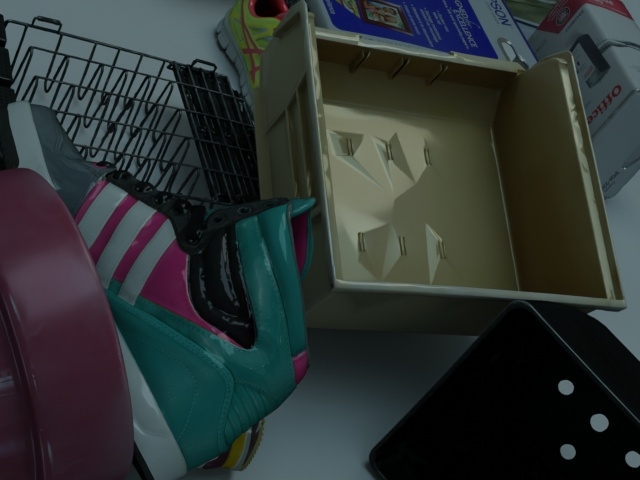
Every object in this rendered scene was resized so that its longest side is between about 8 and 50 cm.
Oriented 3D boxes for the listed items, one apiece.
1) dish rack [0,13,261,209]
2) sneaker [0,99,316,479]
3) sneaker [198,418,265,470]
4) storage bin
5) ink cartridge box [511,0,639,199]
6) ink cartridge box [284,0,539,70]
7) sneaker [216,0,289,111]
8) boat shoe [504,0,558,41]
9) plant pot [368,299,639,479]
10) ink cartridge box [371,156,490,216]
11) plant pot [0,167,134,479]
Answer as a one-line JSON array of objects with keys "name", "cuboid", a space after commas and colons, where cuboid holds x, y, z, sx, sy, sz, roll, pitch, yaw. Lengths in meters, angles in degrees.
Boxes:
[{"name": "dish rack", "cuboid": [-0.172, -0.092, 0.916, 0.272, 0.074, 0.208, 9, 45, -32]}, {"name": "sneaker", "cuboid": [-0.094, -0.001, 0.721, 0.178, 0.124, 0.295, -24, 65, -15]}, {"name": "sneaker", "cuboid": [-0.094, 0.079, 0.784, 0.084, 0.069, 0.185, 13, 40, -27]}, {"name": "storage bin", "cuboid": [0.090, -0.055, 0.899, 0.262, 0.123, 0.260, 5, 67, -25]}, {"name": "ink cartridge box", "cuboid": [0.327, -0.181, 1.309, 0.092, 0.158, 0.217, 12, 42, -29]}, {"name": "ink cartridge box", "cuboid": [0.123, -0.197, 1.230, 0.307, 0.072, 0.303, 5, 49, -33]}, {"name": "sneaker", "cuboid": [-0.037, -0.187, 1.099, 0.081, 0.094, 0.208, -6, 53, -42]}, {"name": "boat shoe", "cuboid": [0.204, -0.361, 1.469, 0.302, 0.094, 0.109, 13, 41, -26]}, {"name": "plant pot", "cuboid": [0.187, 0.161, 0.824, 0.187, 0.188, 0.167, 48, 27, 19]}, {"name": "ink cartridge box", "cuboid": [0.092, -0.044, 1.039, 0.143, 0.090, 0.092, 23, 38, -16]}, {"name": "plant pot", "cuboid": [-0.227, 0.073, 0.605, 0.180, 0.201, 0.201, -16, 58, -28]}]
